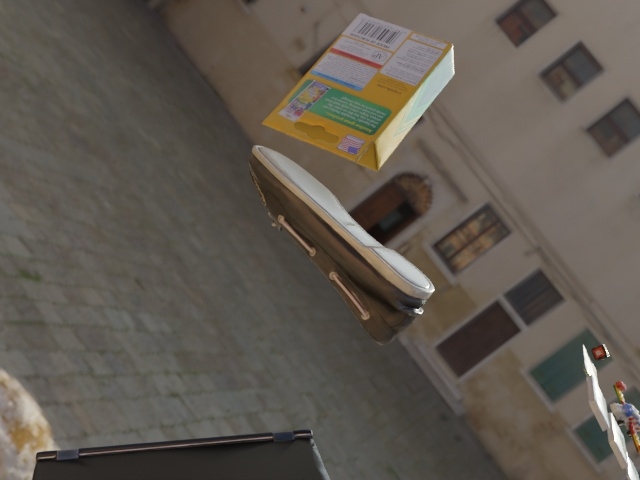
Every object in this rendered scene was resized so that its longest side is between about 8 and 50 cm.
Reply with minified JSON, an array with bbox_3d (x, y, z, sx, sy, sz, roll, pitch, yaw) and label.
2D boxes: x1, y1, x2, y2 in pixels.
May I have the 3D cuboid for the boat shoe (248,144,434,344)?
[{"bbox_3d":[0.000,0.000,1.358,0.335,0.095,0.112,43,17,30],"label":"boat shoe"}]

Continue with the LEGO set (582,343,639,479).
[{"bbox_3d":[0.444,0.245,1.555,0.182,0.060,0.244,61,19,-14],"label":"LEGO set"}]

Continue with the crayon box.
[{"bbox_3d":[0.071,-0.254,1.887,0.203,0.323,0.083,25,-31,25],"label":"crayon box"}]

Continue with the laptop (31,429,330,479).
[{"bbox_3d":[-0.188,0.397,1.430,0.408,0.382,0.236,97,-13,-46],"label":"laptop"}]
